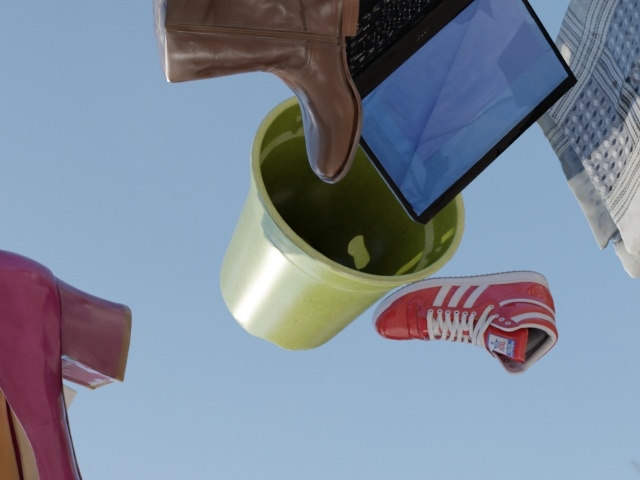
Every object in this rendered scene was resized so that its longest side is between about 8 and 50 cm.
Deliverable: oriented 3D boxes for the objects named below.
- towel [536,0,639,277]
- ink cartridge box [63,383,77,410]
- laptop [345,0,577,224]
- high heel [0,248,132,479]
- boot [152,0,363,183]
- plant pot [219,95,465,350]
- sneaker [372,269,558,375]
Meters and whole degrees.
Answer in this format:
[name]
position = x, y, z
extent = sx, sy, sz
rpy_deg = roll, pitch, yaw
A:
[towel]
position = 0.313, -0.167, 1.457
extent = 0.056, 0.312, 0.324
rpy_deg = -2, -46, -20
[ink cartridge box]
position = -0.468, 0.194, 1.673
extent = 0.270, 0.197, 0.198
rpy_deg = 32, -105, -24
[laptop]
position = 0.131, -0.179, 1.291
extent = 0.234, 0.136, 0.264
rpy_deg = -43, -16, -17
[high heel]
position = -0.263, 0.192, 1.135
extent = 0.181, 0.127, 0.377
rpy_deg = 23, -125, -32
[boot]
position = -0.033, -0.077, 0.675
extent = 0.114, 0.037, 0.106
rpy_deg = -7, -81, -42
[plant pot]
position = 0.000, 0.000, 1.774
extent = 0.276, 0.276, 0.254
rpy_deg = -21, -22, -36
[sneaker]
position = 0.094, 0.056, 0.914
extent = 0.118, 0.067, 0.042
rpy_deg = -11, -53, 2
